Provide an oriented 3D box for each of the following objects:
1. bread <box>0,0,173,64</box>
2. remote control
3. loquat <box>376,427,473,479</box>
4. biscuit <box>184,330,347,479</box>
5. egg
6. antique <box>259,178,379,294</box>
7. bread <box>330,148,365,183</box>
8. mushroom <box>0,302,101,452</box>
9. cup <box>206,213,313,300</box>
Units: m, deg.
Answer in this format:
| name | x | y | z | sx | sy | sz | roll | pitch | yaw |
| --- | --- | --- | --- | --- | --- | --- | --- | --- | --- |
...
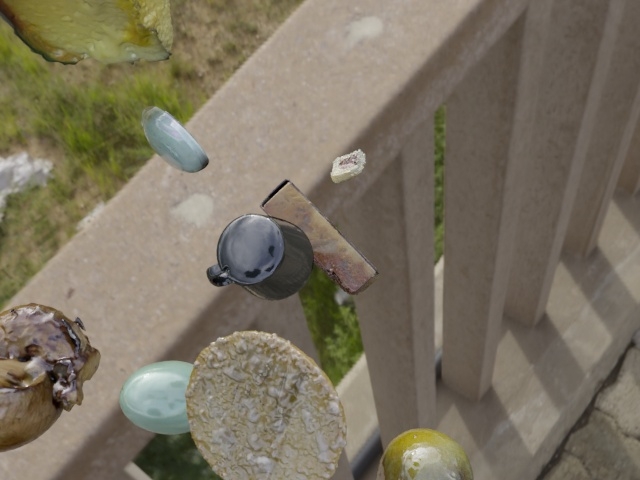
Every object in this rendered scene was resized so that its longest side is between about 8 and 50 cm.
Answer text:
| name | x | y | z | sx | sy | sz | roll | pitch | yaw |
| --- | --- | --- | --- | --- | --- | --- | --- | --- | --- |
| bread | -0.245 | -0.288 | 0.891 | 0.174 | 0.252 | 0.133 | 1 | 76 | 6 |
| remote control | -0.187 | -0.123 | 1.084 | 0.045 | 0.256 | 0.097 | -43 | 105 | -5 |
| loquat | 0.153 | 0.358 | 1.306 | 0.152 | 0.195 | 0.152 | 4 | 78 | -17 |
| biscuit | -0.069 | 0.213 | 1.055 | 0.219 | 0.033 | 0.220 | 5 | 102 | 22 |
| egg | -0.349 | 0.363 | 2.022 | 0.230 | 0.168 | 0.168 | 5 | 56 | -27 |
| antique | 0.000 | 0.000 | 2.014 | 0.093 | 0.087 | 0.310 | -44 | 78 | -3 |
| bread | 0.056 | -0.154 | 1.839 | 0.070 | 0.035 | 0.083 | -17 | 31 | 24 |
| mushroom | -0.449 | 0.192 | 1.215 | 0.283 | 0.263 | 0.195 | -9 | 92 | 14 |
| cup | -0.135 | 0.042 | 1.775 | 0.223 | 0.176 | 0.169 | -23 | 74 | 14 |
